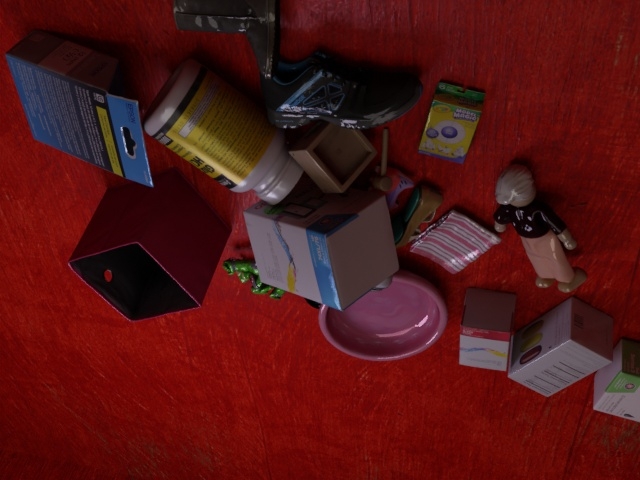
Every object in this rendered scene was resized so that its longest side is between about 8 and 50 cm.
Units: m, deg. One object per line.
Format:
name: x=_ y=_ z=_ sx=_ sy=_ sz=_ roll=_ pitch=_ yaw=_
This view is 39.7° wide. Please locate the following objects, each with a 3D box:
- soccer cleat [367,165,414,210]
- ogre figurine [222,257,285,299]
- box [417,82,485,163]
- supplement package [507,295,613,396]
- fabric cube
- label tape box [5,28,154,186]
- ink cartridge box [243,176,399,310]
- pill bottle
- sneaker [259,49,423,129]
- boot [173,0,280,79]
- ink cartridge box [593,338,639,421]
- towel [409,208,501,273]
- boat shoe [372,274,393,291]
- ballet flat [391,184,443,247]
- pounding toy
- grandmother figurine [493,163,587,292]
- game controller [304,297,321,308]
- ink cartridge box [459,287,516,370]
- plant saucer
soccer cleat: x=0.128 y=-0.077 z=2.058 sx=0.095 sy=0.083 sz=0.248 roll=20 pitch=138 yaw=-10
ogre figurine: x=-0.152 y=0.100 z=2.355 sx=0.118 sy=0.097 sz=0.197 roll=-13 pitch=122 yaw=47
box: x=0.271 y=-0.243 z=1.837 sx=0.105 sy=0.043 sz=0.179 roll=14 pitch=139 yaw=3
supplement package: x=0.604 y=0.273 z=2.242 sx=0.134 sy=0.139 sz=0.244 roll=28 pitch=139 yaw=-14
fabric cube: x=-0.423 y=0.014 z=2.224 sx=0.259 sy=0.258 sz=0.254 roll=-14 pitch=132 yaw=32
label tape box: x=-0.497 y=-0.289 z=1.947 sx=0.348 sy=0.115 sz=0.249 roll=21 pitch=142 yaw=18
ink cartridge box: x=0.000 y=0.000 z=1.995 sx=0.270 sy=0.198 sz=0.197 roll=16 pitch=129 yaw=43
pill bottle: x=-0.200 y=-0.224 z=1.917 sx=0.334 sy=0.188 sz=0.188 roll=34 pitch=138 yaw=-19
sneaker: x=0.034 y=-0.307 z=1.787 sx=0.341 sy=0.125 sz=0.139 roll=-2 pitch=132 yaw=19
boot: x=-0.185 y=-0.416 z=1.747 sx=0.209 sy=0.076 sz=0.189 roll=3 pitch=105 yaw=7
ink cartridge box: x=0.871 y=0.380 z=2.288 sx=0.273 sy=0.114 sz=0.198 roll=15 pitch=141 yaw=3
towel: x=0.319 y=0.008 z=2.111 sx=0.144 sy=0.029 sz=0.197 roll=28 pitch=145 yaw=-13
boat shoe: x=0.031 y=0.102 z=2.135 sx=0.306 sy=0.113 sz=0.104 roll=5 pitch=106 yaw=25
ballet flat: x=0.216 y=-0.041 z=2.072 sx=0.073 sy=0.080 sz=0.232 roll=11 pitch=144 yaw=-16
pounding toy: x=0.066 y=-0.182 z=1.922 sx=0.206 sy=0.181 sz=0.094 roll=48 pitch=161 yaw=-22
grandmother figurine: x=0.473 y=-0.032 z=1.970 sx=0.208 sy=0.104 sz=0.342 roll=3 pitch=139 yaw=39
game controller: x=-0.005 y=0.064 z=2.280 sx=0.167 sy=0.067 sz=0.319 roll=-6 pitch=136 yaw=26
ink cartridge box: x=0.425 y=0.229 z=2.265 sx=0.127 sy=0.128 sz=0.176 roll=7 pitch=139 yaw=13
plant saucer: x=0.161 y=0.180 z=2.300 sx=0.332 sy=0.084 sz=0.332 roll=0 pitch=133 yaw=0
